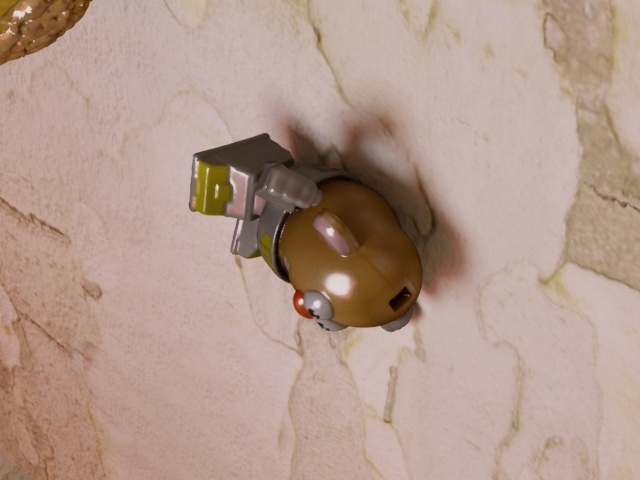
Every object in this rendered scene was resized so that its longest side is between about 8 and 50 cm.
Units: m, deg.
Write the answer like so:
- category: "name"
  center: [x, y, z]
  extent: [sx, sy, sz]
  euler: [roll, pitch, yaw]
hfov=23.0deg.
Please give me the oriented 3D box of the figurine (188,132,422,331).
- category: "figurine"
  center: [0.000, -0.001, 1.819]
  extent: [0.285, 0.342, 0.167]
  euler: [32, 100, 34]

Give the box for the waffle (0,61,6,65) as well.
- category: "waffle"
  center: [-0.480, -0.364, 2.106]
  extent: [0.057, 0.168, 0.274]
  euler: [18, 137, 53]

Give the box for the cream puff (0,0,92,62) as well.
- category: "cream puff"
  center: [-0.394, -0.370, 1.896]
  extent: [0.327, 0.343, 0.231]
  euler: [63, -166, 21]
